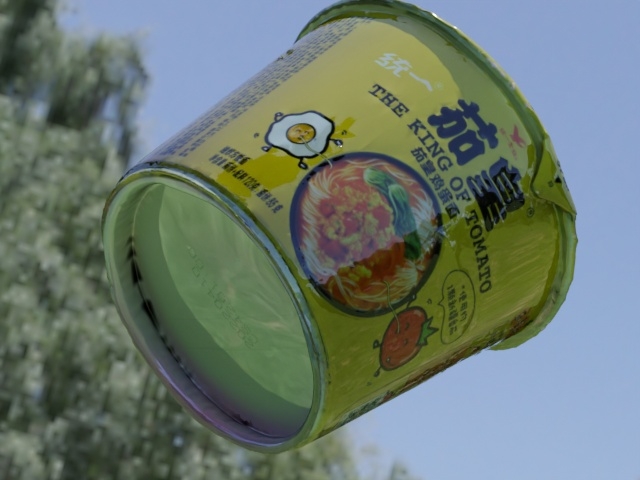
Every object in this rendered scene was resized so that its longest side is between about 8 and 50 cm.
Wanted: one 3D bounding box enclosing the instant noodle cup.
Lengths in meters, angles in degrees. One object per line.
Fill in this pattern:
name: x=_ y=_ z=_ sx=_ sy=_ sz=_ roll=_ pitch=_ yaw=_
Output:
instant noodle cup: x=0.000 y=0.000 z=1.487 sx=0.325 sy=0.254 sz=0.325 roll=30 pitch=-44 yaw=34
